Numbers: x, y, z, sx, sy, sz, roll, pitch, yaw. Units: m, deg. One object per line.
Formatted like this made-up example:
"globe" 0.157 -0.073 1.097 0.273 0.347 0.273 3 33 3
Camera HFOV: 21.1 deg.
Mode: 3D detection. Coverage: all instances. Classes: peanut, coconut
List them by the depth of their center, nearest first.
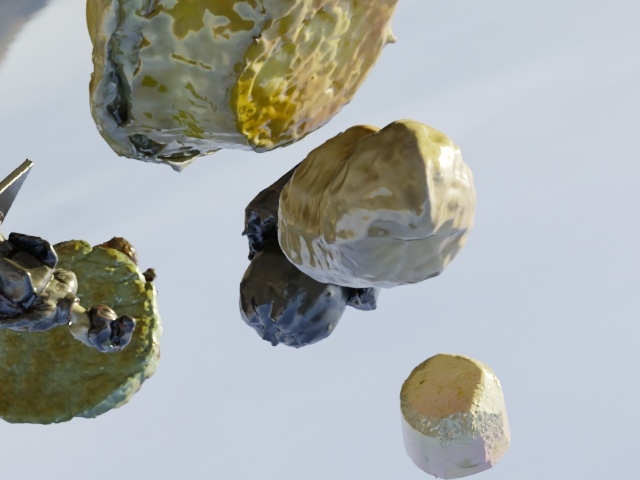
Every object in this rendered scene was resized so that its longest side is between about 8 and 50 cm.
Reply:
"peanut" 0.050 -0.032 1.516 0.140 0.153 0.325 4 171 -14
"coconut" 0.142 0.195 1.842 0.116 0.122 0.116 -7 -134 8

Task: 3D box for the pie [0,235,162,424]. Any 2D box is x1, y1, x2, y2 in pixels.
"pie" -0.315 0.109 1.977 0.275 0.105 0.257 -9 -131 -7

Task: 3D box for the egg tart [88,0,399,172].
"egg tart" -0.050 -0.215 1.600 0.169 0.388 0.388 38 -124 26

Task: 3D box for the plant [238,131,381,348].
"plant" 0.000 0.000 1.928 0.142 0.164 0.256 84 29 -64

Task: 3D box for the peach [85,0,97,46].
"peach" -0.186 -0.315 2.411 0.314 0.282 0.315 132 -29 -53

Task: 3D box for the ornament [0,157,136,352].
"ornament" -0.276 0.059 1.680 0.153 0.196 0.166 -58 177 37
